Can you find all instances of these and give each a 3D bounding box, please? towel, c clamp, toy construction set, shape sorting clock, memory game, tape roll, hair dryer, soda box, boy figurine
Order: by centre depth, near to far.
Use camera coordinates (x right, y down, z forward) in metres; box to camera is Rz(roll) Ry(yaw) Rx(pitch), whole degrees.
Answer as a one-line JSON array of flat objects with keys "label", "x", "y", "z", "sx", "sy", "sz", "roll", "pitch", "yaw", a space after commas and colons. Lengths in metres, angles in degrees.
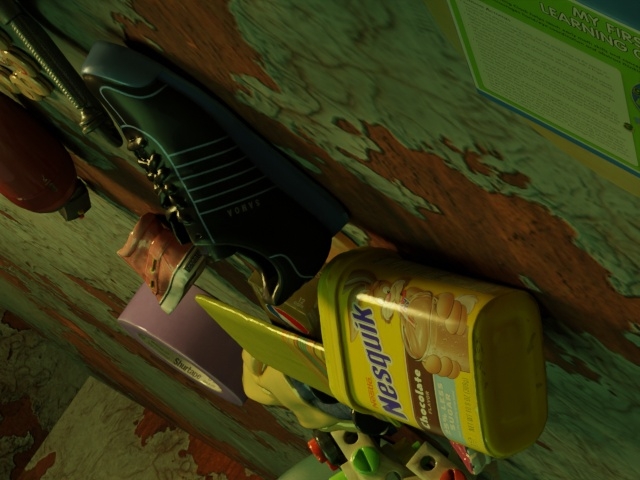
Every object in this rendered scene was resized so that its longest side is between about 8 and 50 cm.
[{"label": "shape sorting clock", "x": 0.118, "y": -0.076, "z": 0.615, "sx": 0.206, "sy": 0.040, "sz": 0.206, "roll": 36, "pitch": 169, "yaw": 8}, {"label": "c clamp", "x": -0.198, "y": -0.129, "z": 1.150, "sx": 0.160, "sy": 0.022, "sz": 0.137, "roll": 52, "pitch": 180, "yaw": -11}, {"label": "memory game", "x": -0.313, "y": -0.181, "z": 1.378, "sx": 0.186, "sy": 0.012, "sz": 0.186, "roll": 32, "pitch": 167, "yaw": 9}, {"label": "soda box", "x": -0.009, "y": 0.056, "z": 1.383, "sx": 0.061, "sy": 0.058, "sz": 0.181, "roll": 30, "pitch": 167, "yaw": 18}, {"label": "towel", "x": -0.019, "y": 0.101, "z": 1.402, "sx": 0.237, "sy": 0.021, "sz": 0.102, "roll": 18, "pitch": 154, "yaw": 53}, {"label": "hair dryer", "x": -0.343, "y": -0.103, "z": 1.585, "sx": 0.224, "sy": 0.080, "sz": 0.293, "roll": 34, "pitch": 167, "yaw": 3}, {"label": "boy figurine", "x": -0.005, "y": 0.144, "z": 1.628, "sx": 0.177, "sy": 0.092, "sz": 0.285, "roll": 37, "pitch": 168, "yaw": -15}, {"label": "toy construction set", "x": 0.094, "y": 0.285, "z": 1.761, "sx": 0.215, "sy": 0.151, "sz": 0.327, "roll": 56, "pitch": 164, "yaw": 15}, {"label": "tape roll", "x": -0.152, "y": 0.119, "z": 1.929, "sx": 0.189, "sy": 0.080, "sz": 0.189, "roll": 33, "pitch": 167, "yaw": 9}]

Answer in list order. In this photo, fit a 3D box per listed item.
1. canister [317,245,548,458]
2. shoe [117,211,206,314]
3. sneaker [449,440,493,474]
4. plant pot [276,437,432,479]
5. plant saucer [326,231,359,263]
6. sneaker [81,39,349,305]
[{"label": "canister", "x": 0.080, "y": 0.078, "z": 1.124, "sx": 0.170, "sy": 0.073, "sz": 0.126, "roll": 14, "pitch": 117, "yaw": 51}, {"label": "shoe", "x": -0.169, "y": 0.022, "z": 1.661, "sx": 0.081, "sy": 0.063, "sz": 0.178, "roll": 36, "pitch": 162, "yaw": 0}, {"label": "sneaker", "x": 0.125, "y": 0.105, "z": 1.237, "sx": 0.063, "sy": 0.075, "sz": 0.170, "roll": 46, "pitch": 160, "yaw": 56}, {"label": "plant pot", "x": 0.066, "y": 0.372, "z": 2.050, "sx": 0.293, "sy": 0.196, "sz": 0.293, "roll": 33, "pitch": 168, "yaw": 8}, {"label": "plant saucer", "x": 0.000, "y": 0.000, "z": 1.255, "sx": 0.083, "sy": 0.013, "sz": 0.083, "roll": 32, "pitch": 167, "yaw": 9}, {"label": "sneaker", "x": -0.089, "y": -0.046, "z": 1.129, "sx": 0.232, "sy": 0.090, "sz": 0.081, "roll": 37, "pitch": 168, "yaw": -14}]
